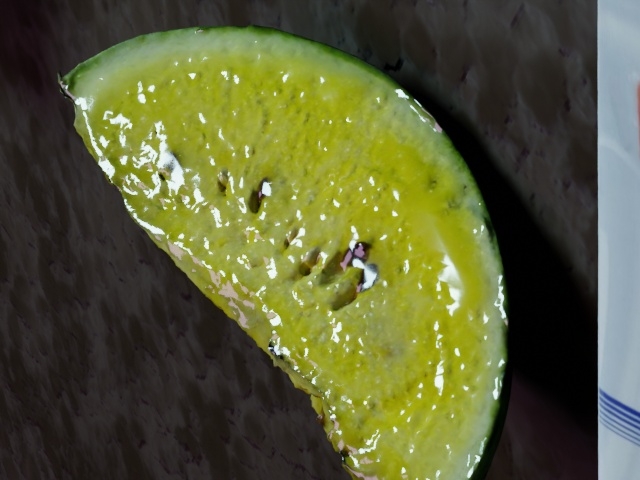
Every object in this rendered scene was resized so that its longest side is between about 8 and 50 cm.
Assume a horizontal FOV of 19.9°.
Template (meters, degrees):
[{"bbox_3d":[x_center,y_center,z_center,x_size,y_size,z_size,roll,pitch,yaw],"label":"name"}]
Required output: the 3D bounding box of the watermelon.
[{"bbox_3d":[0.000,0.000,0.836,0.301,0.129,0.123,47,148,27],"label":"watermelon"}]

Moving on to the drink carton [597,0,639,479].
[{"bbox_3d":[0.165,0.049,0.594,0.130,0.107,0.315,36,138,49],"label":"drink carton"}]
